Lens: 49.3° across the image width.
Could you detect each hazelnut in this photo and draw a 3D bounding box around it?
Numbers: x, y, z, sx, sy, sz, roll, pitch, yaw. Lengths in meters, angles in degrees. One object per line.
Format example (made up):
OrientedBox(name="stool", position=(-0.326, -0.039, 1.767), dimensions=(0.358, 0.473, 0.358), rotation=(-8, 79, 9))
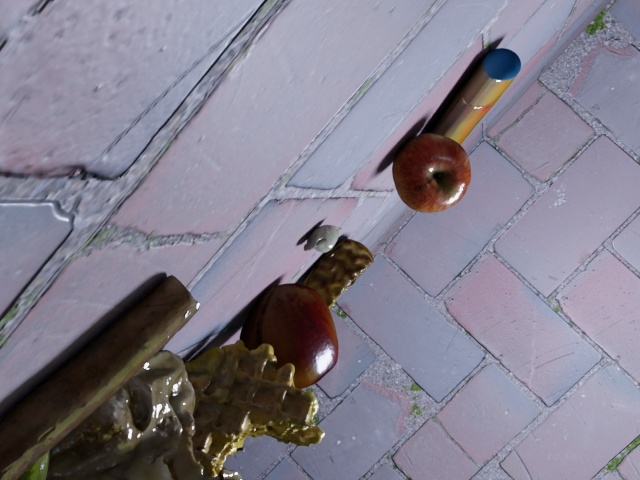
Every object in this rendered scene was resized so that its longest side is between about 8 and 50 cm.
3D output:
OrientedBox(name="hazelnut", position=(-0.064, 0.174, 1.314), dimensions=(0.208, 0.208, 0.208), rotation=(-45, 173, -7))

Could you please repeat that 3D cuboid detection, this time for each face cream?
OrientedBox(name="face cream", position=(0.275, -0.246, 1.308), dimensions=(0.139, 0.067, 0.285), rotation=(-45, 173, -34))

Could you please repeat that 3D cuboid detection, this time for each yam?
OrientedBox(name="yam", position=(-0.207, 0.121, 0.629), dimensions=(0.241, 0.057, 0.057), rotation=(-45, 173, -24))

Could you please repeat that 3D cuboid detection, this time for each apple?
OrientedBox(name="apple", position=(0.199, -0.122, 1.267), dimensions=(0.146, 0.146, 0.131), rotation=(-47, -164, 7))

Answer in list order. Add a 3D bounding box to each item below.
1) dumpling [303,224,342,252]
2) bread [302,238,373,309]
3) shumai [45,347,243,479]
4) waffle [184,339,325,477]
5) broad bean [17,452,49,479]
OrientedBox(name="dumpling", position=(-0.001, -0.001, 1.185), dimensions=(0.059, 0.043, 0.077), rotation=(-29, -155, 50))
OrientedBox(name="bread", position=(0.042, 0.077, 1.642), dimensions=(0.181, 0.096, 0.222), rotation=(-47, 175, 3))
OrientedBox(name="shumai", position=(-0.222, 0.328, 0.846), dimensions=(0.314, 0.262, 0.267), rotation=(-44, 172, -3))
OrientedBox(name="waffle", position=(-0.165, 0.321, 1.133), dimensions=(0.324, 0.261, 0.151), rotation=(-45, 166, -34))
OrientedBox(name="broad bean", position=(-0.318, 0.254, 0.669), dimensions=(0.213, 0.070, 0.048), rotation=(-56, -171, 4))
